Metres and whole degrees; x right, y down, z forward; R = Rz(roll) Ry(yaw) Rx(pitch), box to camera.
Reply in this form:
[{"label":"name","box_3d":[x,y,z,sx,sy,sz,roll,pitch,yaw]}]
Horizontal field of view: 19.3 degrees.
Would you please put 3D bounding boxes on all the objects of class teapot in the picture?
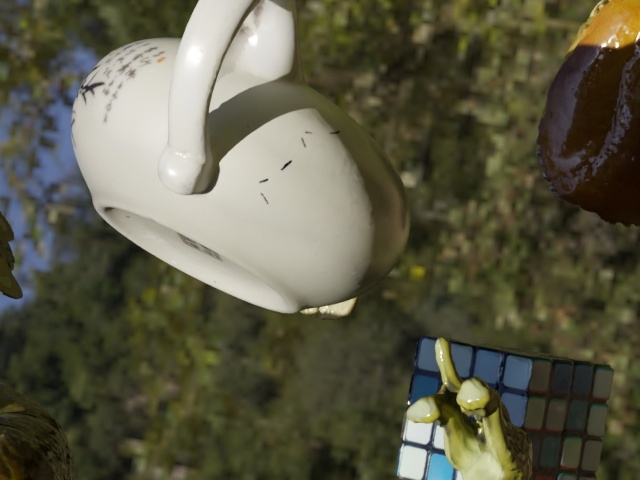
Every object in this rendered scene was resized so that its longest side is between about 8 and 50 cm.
[{"label":"teapot","box_3d":[-0.040,-0.054,1.084,0.166,0.208,0.300,-48,-15,-18]}]

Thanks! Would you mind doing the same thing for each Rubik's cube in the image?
[{"label":"Rubik's cube","box_3d":[0.189,0.186,1.927,0.151,0.154,0.155,13,-94,-48]}]

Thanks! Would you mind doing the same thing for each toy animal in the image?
[{"label":"toy animal","box_3d":[0.104,0.168,1.250,0.136,0.073,0.181,39,-130,-54]}]

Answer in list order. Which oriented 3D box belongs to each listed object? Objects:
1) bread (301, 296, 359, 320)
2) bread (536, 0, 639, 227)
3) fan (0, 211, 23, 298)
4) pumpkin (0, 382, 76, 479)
[{"label":"bread","box_3d":[-0.002,0.000,1.819,0.173,0.085,0.134,-145,72,-79]},{"label":"bread","box_3d":[0.239,-0.104,1.400,0.114,0.132,0.191,-54,-13,-72]},{"label":"fan","box_3d":[-0.344,-0.045,1.661,0.226,0.008,0.152,44,-166,-30]},{"label":"pumpkin","box_3d":[-0.283,0.166,1.390,0.219,0.219,0.162,-42,-30,-72]}]
